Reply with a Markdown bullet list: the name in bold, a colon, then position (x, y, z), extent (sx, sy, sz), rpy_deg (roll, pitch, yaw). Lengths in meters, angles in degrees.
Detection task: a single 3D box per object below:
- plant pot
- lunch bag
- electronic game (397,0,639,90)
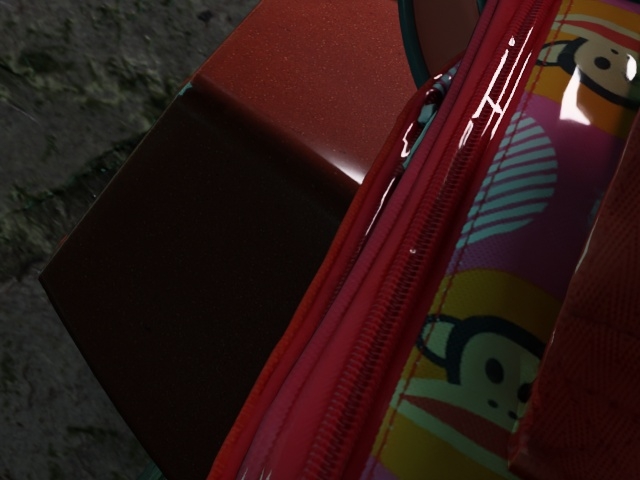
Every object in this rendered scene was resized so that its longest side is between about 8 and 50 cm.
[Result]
- **plant pot**: position (0.000, 0.000, 1.082), extent (0.267, 0.236, 0.267), rpy_deg (-48, 4, 35)
- **lunch bag**: position (0.037, 0.067, 0.435), extent (0.293, 0.120, 0.258), rpy_deg (-61, -7, -53)
- **electronic game**: position (0.137, -0.106, 0.677), extent (0.229, 0.229, 0.048), rpy_deg (-50, -24, 6)
